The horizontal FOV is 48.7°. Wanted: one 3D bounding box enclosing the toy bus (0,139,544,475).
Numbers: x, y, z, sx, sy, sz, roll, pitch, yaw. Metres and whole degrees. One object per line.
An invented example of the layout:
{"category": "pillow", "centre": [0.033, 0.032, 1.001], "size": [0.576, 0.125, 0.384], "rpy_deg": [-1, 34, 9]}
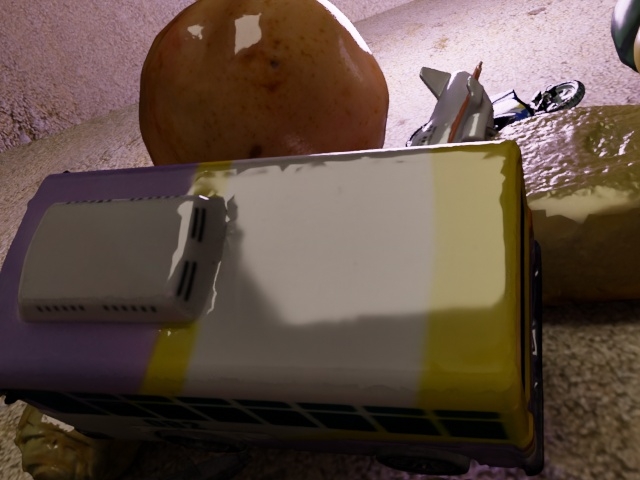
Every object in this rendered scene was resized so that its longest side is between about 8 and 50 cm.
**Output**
{"category": "toy bus", "centre": [-0.048, 0.060, 0.591], "size": [0.439, 0.249, 0.209], "rpy_deg": [-1, 63, 20]}

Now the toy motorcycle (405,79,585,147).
{"category": "toy motorcycle", "centre": [0.241, -0.159, 1.078], "size": [0.315, 0.113, 0.169], "rpy_deg": [-12, 35, 42]}

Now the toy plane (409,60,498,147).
{"category": "toy plane", "centre": [0.169, -0.128, 0.942], "size": [0.117, 0.245, 0.245], "rpy_deg": [17, 30, -3]}

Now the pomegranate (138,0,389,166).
{"category": "pomegranate", "centre": [-0.083, -0.222, 1.145], "size": [0.411, 0.411, 0.411], "rpy_deg": [-19, 25, 9]}

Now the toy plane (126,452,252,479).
{"category": "toy plane", "centre": [-0.187, 0.252, 0.642], "size": [0.267, 0.088, 0.212], "rpy_deg": [-26, 48, -13]}

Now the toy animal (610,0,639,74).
{"category": "toy animal", "centre": [0.532, -0.295, 1.004], "size": [0.191, 0.216, 0.338], "rpy_deg": [-46, 18, 14]}

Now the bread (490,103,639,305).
{"category": "bread", "centre": [0.280, -0.037, 0.756], "size": [0.269, 0.148, 0.270], "rpy_deg": [-18, 30, 11]}

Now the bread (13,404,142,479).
{"category": "bread", "centre": [-0.224, 0.164, 0.803], "size": [0.152, 0.130, 0.268], "rpy_deg": [5, 38, 41]}
